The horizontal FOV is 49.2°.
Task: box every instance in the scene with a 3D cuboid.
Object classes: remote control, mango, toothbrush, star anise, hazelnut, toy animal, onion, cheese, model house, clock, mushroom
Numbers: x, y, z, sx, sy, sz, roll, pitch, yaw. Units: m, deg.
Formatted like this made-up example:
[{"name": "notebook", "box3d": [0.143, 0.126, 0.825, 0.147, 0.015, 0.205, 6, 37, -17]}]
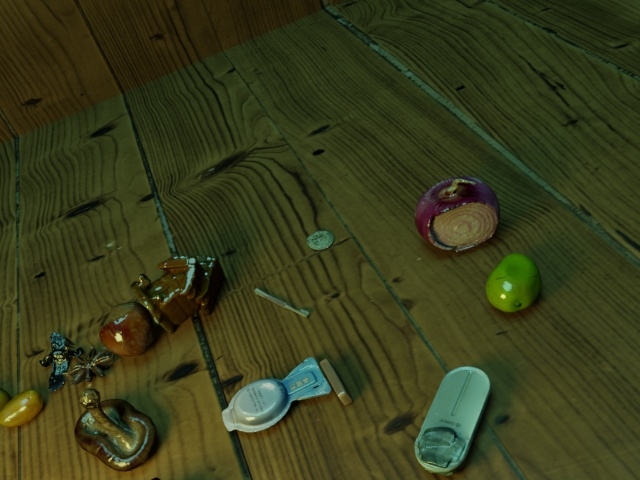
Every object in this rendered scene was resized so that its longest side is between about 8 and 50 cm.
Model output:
[{"name": "remote control", "box3d": [0.269, 0.358, 1.399, 0.104, 0.052, 0.247, 8, 47, 32]}, {"name": "mango", "box3d": [0.447, 0.095, 1.603, 0.117, 0.089, 0.163, 15, 50, 35]}, {"name": "toothbrush", "box3d": [-0.102, 0.162, 1.813, 0.194, 0.014, 0.017, 19, 53, 38]}, {"name": "star anise", "box3d": [-0.590, 0.322, 1.805, 0.141, 0.042, 0.141, -11, 39, 10]}, {"name": "hazelnut", "box3d": [-0.490, 0.229, 1.802, 0.143, 0.143, 0.154, -15, 16, 5]}, {"name": "toy animal", "box3d": [-0.693, 0.309, 1.863, 0.108, 0.062, 0.220, -37, 40, 7]}, {"name": "onion", "box3d": [0.345, -0.077, 1.792, 0.207, 0.201, 0.200, -45, 36, 16]}, {"name": "cheese", "box3d": [-0.104, 0.351, 1.563, 0.245, 0.052, 0.135, -25, 42, -8]}, {"name": "mango", "box3d": [-0.747, 0.420, 1.742, 0.080, 0.060, 0.114, 23, 59, 44]}, {"name": "model house", "box3d": [-0.369, 0.112, 1.851, 0.229, 0.199, 0.219, -37, 54, -14]}, {"name": "clock", "box3d": [0.000, 0.000, 1.964, 0.074, 0.010, 0.083, -32, 41, -16]}, {"name": "mushroom", "box3d": [-0.484, 0.386, 1.547, 0.227, 0.217, 0.148, 10, 48, 32]}]

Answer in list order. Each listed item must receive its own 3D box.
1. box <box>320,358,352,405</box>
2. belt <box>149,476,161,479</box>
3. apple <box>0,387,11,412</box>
[{"name": "box", "box3d": [0.035, 0.312, 1.552, 0.025, 0.048, 0.115, -31, 39, -3]}, {"name": "belt", "box3d": [-0.342, 0.551, 1.344, 0.124, 0.128, 0.201, -27, 15, -9]}, {"name": "apple", "box3d": [-0.833, 0.413, 1.778, 0.090, 0.074, 0.089, 4, 33, -3]}]
